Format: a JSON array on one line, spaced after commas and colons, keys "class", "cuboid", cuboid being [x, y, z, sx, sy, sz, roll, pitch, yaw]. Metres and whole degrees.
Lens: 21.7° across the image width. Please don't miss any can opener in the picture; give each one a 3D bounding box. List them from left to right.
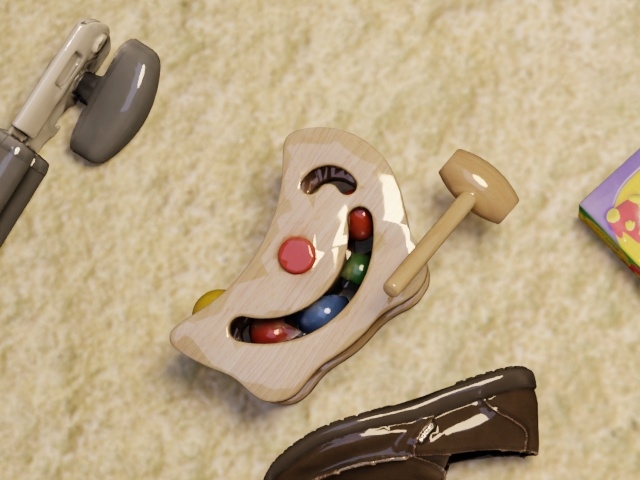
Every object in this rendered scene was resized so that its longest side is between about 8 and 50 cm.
[{"class": "can opener", "cuboid": [-0.230, -0.047, 1.327, 0.095, 0.076, 0.283, 30, 86, 13]}]

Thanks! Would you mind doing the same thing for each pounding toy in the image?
[{"class": "pounding toy", "cuboid": [0.000, 0.000, 1.243, 0.269, 0.155, 0.154, -41, 81, -1]}]

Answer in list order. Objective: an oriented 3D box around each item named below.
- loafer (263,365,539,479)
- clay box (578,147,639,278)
[{"class": "loafer", "cuboid": [0.064, 0.161, 1.241, 0.220, 0.080, 0.078, -20, 76, 4]}, {"class": "clay box", "cuboid": [0.315, 0.013, 1.249, 0.127, 0.053, 0.222, -43, 76, -1]}]
